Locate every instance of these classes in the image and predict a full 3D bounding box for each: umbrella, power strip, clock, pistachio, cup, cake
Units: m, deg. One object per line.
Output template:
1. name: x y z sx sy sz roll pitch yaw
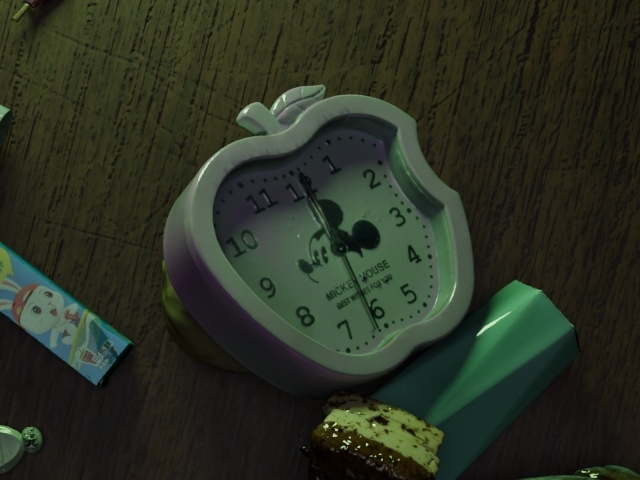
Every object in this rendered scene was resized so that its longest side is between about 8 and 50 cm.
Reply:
1. umbrella: -0.301 -0.316 1.856 0.027 0.025 0.165 37 80 22
2. power strip: -0.353 0.231 1.781 0.083 0.035 0.055 -15 84 -1
3. clock: 0.000 0.000 1.724 0.338 0.102 0.338 10 65 -23
4. pistachio: -0.102 0.081 1.766 0.185 0.124 0.124 32 83 -7
5. cup: 0.171 0.158 1.758 0.235 0.134 0.148 -39 58 -10
6. cake: 0.054 0.291 1.650 0.135 0.112 0.246 10 116 17

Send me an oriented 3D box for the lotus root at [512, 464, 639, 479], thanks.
1. lotus root: 0.202 0.341 1.721 0.349 0.175 0.175 -12 83 5

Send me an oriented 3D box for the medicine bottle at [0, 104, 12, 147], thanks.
1. medicine bottle: -0.460 -0.160 1.798 0.216 0.090 0.090 24 83 0

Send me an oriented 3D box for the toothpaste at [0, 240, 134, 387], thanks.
1. toothpaste: -0.333 0.063 1.795 0.266 0.050 0.065 38 86 3
